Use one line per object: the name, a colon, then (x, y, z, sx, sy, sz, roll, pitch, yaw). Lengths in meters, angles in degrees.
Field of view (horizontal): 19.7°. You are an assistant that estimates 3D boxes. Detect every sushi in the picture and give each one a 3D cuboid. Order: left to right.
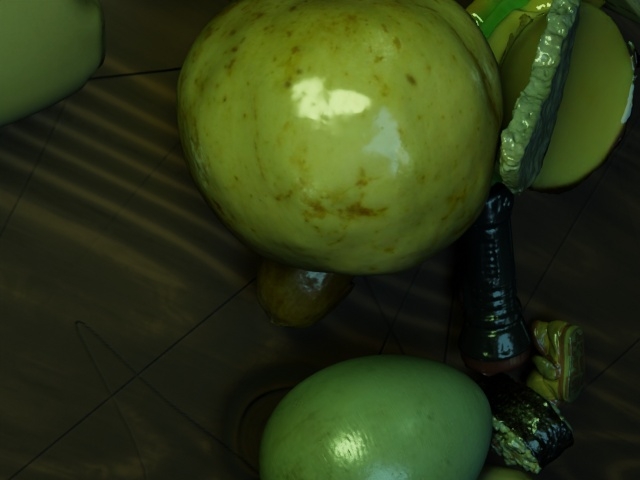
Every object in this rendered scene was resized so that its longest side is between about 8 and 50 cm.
sushi: (0.226, 0.213, 2.182, 0.078, 0.150, 0.090, -39, 130, -13)

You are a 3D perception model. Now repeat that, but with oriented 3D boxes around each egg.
egg: (0.069, 0.234, 2.059, 0.295, 0.218, 0.218, -21, 122, -36)

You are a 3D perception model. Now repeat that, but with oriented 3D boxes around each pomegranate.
pomegranate: (0.022, -0.140, 1.785, 0.342, 0.342, 0.342, -13, 118, -26)

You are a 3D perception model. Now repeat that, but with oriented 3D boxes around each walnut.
walnut: (0.000, 0.000, 1.981, 0.116, 0.116, 0.207, 23, 92, -36)

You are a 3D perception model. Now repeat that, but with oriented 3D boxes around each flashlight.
flashlight: (0.193, 0.038, 2.127, 0.093, 0.093, 0.232, -20, 117, -22)

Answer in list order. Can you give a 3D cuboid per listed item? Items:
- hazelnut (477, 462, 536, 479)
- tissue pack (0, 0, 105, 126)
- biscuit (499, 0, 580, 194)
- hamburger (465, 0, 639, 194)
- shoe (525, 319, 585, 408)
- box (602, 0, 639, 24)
hazelnut: (0.188, 0.387, 2.184, 0.241, 0.261, 0.261, -53, 133, -34)
tissue pack: (-0.351, -0.283, 1.531, 0.277, 0.267, 0.387, -15, 120, -22)
biscuit: (0.219, -0.131, 1.851, 0.133, 0.032, 0.250, 86, 22, -52)
hamburger: (0.216, -0.168, 2.003, 0.237, 0.149, 0.237, -13, 113, -34)
shoe: (0.287, 0.145, 2.243, 0.072, 0.069, 0.109, -45, 140, -36)
box: (0.341, -0.413, 1.940, 0.225, 0.190, 0.297, 39, 89, -36)
